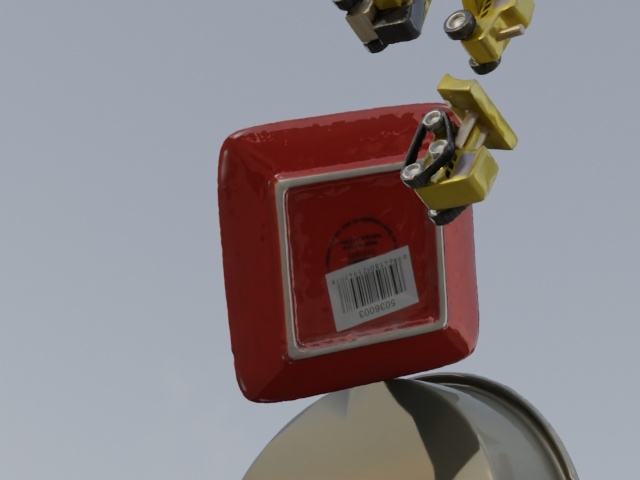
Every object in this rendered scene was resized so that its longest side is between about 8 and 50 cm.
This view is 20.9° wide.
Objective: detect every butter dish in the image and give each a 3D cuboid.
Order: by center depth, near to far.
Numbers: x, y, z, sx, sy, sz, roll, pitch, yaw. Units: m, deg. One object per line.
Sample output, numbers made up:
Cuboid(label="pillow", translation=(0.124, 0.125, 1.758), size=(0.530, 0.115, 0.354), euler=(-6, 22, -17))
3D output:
Cuboid(label="butter dish", translation=(0.000, 0.000, 1.021), size=(0.118, 0.160, 0.160), euler=(18, -64, 62))

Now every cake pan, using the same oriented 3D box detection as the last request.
Cuboid(label="cake pan", translation=(0.026, 0.207, 1.000), size=(0.054, 0.293, 0.293), euler=(27, -36, -36))

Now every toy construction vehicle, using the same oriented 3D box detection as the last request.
Cuboid(label="toy construction vehicle", translation=(0.046, -0.068, 0.567), size=(0.035, 0.098, 0.086), euler=(-6, -45, 37))
